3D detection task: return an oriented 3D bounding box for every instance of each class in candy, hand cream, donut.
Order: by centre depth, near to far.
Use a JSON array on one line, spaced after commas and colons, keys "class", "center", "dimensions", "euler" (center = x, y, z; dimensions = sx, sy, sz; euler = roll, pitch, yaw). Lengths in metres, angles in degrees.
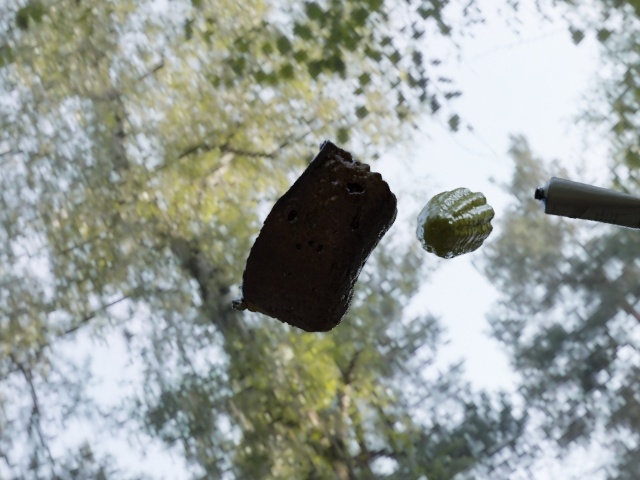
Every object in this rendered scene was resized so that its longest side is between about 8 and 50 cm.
[{"class": "donut", "center": [-0.006, 0.006, 1.496], "dimensions": [0.186, 0.126, 0.144], "euler": [-55, -17, -22]}, {"class": "hand cream", "center": [0.393, -0.049, 1.876], "dimensions": [0.186, 0.054, 0.087], "euler": [12, -24, 8]}, {"class": "candy", "center": [0.180, -0.022, 1.879], "dimensions": [0.106, 0.094, 0.199], "euler": [-51, -12, 15]}]
